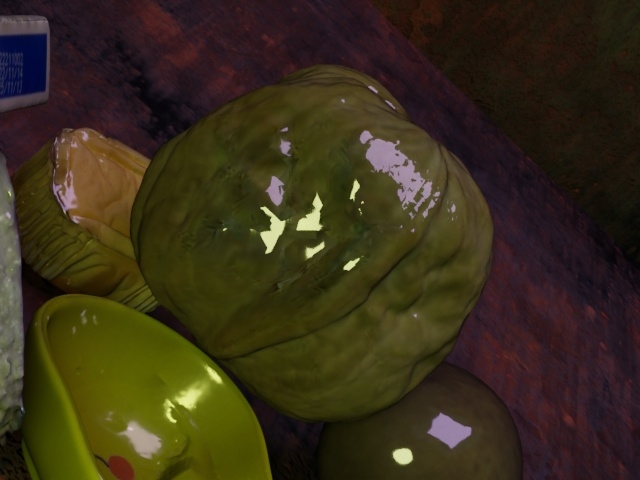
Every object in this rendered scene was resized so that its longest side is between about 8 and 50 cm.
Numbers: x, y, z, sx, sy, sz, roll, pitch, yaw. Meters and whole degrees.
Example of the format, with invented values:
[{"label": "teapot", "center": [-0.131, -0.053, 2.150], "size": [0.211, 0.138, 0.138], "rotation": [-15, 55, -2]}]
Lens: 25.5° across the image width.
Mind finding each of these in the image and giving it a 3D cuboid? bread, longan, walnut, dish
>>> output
[{"label": "bread", "center": [-0.197, -0.011, 1.282], "size": [0.190, 0.114, 0.132], "rotation": [27, 42, -35]}, {"label": "longan", "center": [0.092, 0.209, 1.314], "size": [0.196, 0.196, 0.220], "rotation": [53, 14, 17]}, {"label": "walnut", "center": [-0.001, -0.002, 1.198], "size": [0.253, 0.277, 0.282], "rotation": [44, -6, 49]}, {"label": "dish", "center": [-0.143, 0.173, 1.059], "size": [0.221, 0.108, 0.262], "rotation": [27, 27, -39]}]

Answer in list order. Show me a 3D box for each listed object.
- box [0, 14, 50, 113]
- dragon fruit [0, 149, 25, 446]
[{"label": "box", "center": [-0.364, -0.113, 0.893], "size": [0.343, 0.065, 0.200], "rotation": [2, 9, 6]}, {"label": "dragon fruit", "center": [-0.317, 0.037, 0.853], "size": [0.204, 0.221, 0.283], "rotation": [-14, 19, -32]}]
